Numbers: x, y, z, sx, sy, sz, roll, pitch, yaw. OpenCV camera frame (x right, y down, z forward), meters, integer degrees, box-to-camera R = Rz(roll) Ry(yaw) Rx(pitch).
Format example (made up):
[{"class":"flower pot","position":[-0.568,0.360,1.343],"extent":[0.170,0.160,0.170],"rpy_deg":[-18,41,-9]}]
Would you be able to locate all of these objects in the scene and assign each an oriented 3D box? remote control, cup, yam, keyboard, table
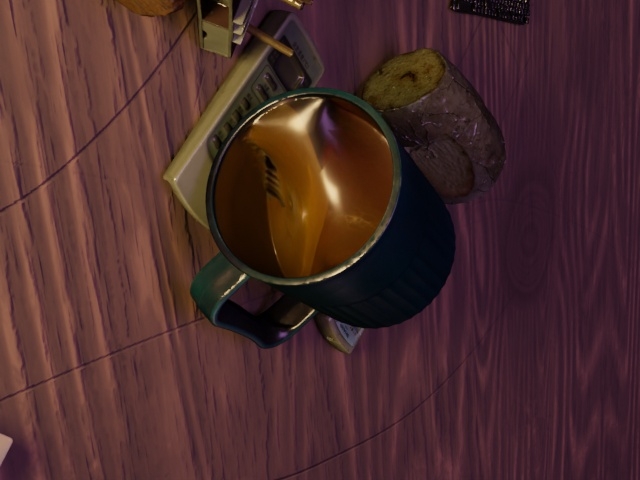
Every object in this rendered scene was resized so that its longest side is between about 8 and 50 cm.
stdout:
[{"class":"remote control","position":[-0.091,-0.149,1.492],"extent":[0.285,0.038,0.123],"rpy_deg":[-58,141,-21]},{"class":"cup","position":[0.017,0.002,1.492],"extent":[0.292,0.242,0.308],"rpy_deg":[35,74,-64]},{"class":"yam","position":[0.171,-0.173,1.744],"extent":[0.254,0.154,0.154],"rpy_deg":[46,66,-45]},{"class":"keyboard","position":[0.278,-0.390,1.905],"extent":[0.231,0.023,0.072],"rpy_deg":[-4,103,-52]},{"class":"remote control","position":[0.074,0.055,1.782],"extent":[0.233,0.038,0.098],"rpy_deg":[-55,139,-23]},{"class":"table","position":[-0.065,-0.280,1.315],"extent":[0.240,0.111,0.121],"rpy_deg":[128,-18,-83]}]

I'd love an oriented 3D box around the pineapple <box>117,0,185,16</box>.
[{"class":"pineapple","position":[-0.151,-0.364,1.274],"extent":[0.128,0.128,0.248],"rpy_deg":[46,62,-49]}]

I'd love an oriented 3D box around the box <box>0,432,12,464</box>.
[{"class":"box","position":[-0.458,0.267,1.149],"extent":[0.273,0.048,0.265],"rpy_deg":[42,68,-49]}]
